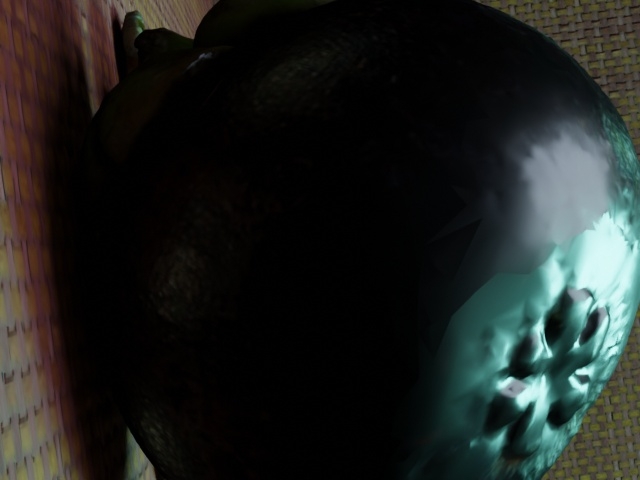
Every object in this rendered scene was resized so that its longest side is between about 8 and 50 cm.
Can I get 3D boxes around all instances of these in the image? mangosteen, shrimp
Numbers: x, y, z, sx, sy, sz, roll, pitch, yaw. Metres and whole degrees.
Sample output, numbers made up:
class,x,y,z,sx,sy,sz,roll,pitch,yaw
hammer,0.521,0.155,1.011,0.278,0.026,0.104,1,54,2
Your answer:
class,x,y,z,sx,sy,sz,roll,pitch,yaw
mangosteen,0.009,0.012,0.776,0.300,0.300,0.300,172,-90,-89
shrimp,-0.117,-0.087,1.079,0.091,0.034,0.161,-101,-177,-67
